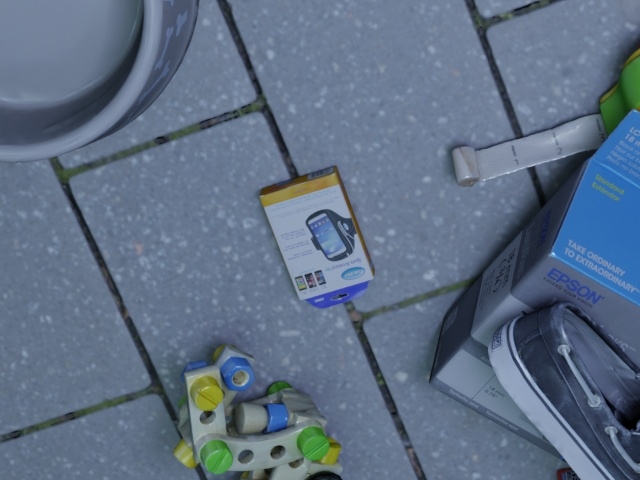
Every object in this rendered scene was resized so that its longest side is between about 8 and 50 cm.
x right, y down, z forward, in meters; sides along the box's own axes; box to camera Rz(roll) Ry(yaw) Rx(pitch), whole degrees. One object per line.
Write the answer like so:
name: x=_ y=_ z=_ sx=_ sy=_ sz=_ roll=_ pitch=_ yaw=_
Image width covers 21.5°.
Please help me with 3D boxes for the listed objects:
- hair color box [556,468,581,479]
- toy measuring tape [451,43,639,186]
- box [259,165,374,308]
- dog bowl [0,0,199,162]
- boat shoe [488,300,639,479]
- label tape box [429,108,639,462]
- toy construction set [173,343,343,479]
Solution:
hair color box: x=0.338 y=0.278 z=1.759 sx=0.167 sy=0.053 sz=0.093 roll=-11 pitch=112 yaw=10
toy measuring tape: x=0.275 y=-0.126 z=1.563 sx=0.330 sy=0.121 sz=0.121 roll=-14 pitch=110 yaw=10
box: x=0.000 y=0.000 z=1.688 sx=0.081 sy=0.028 sz=0.136 roll=-16 pitch=112 yaw=11
dog bowl: x=-0.292 y=-0.231 z=1.578 sx=0.349 sy=0.102 sz=0.349 roll=2 pitch=113 yaw=4
boat shoe: x=0.286 y=0.169 z=1.545 sx=0.102 sy=0.108 sz=0.301 roll=-31 pitch=108 yaw=37
label tape box: x=0.290 y=0.070 z=1.594 sx=0.240 sy=0.106 sz=0.334 roll=30 pitch=132 yaw=-8
toy construction set: x=-0.097 y=0.267 z=1.736 sx=0.215 sy=0.151 sz=0.328 roll=12 pitch=123 yaw=-27
